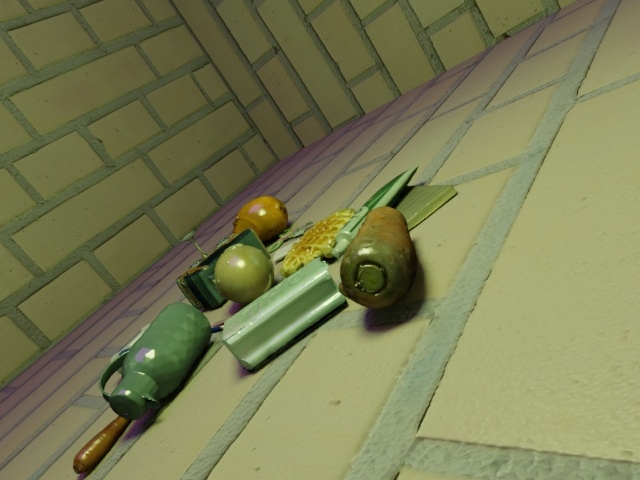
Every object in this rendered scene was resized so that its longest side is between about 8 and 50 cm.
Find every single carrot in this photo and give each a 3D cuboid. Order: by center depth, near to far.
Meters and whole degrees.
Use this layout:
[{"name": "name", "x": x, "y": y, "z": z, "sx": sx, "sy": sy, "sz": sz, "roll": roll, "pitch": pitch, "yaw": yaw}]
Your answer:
[{"name": "carrot", "x": 0.117, "y": 0.025, "z": 0.886, "sx": 0.138, "sy": 0.139, "sz": 0.302, "roll": -27, "pitch": 12, "yaw": 24}, {"name": "carrot", "x": -0.459, "y": 0.421, "z": 1.056, "sx": 0.048, "sy": 0.048, "sz": 0.216, "roll": -24, "pitch": 14, "yaw": 32}]

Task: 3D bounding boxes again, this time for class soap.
[{"name": "soap", "x": -0.077, "y": 0.145, "z": 0.986, "sx": 0.261, "sy": 0.094, "sz": 0.150, "roll": -36, "pitch": 16, "yaw": -3}]

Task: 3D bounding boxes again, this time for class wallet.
[{"name": "wallet", "x": -0.091, "y": 0.026, "z": 1.478, "sx": 0.122, "sy": 0.025, "sz": 0.061, "roll": -29, "pitch": 15, "yaw": 19}]

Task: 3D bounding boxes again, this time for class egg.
[{"name": "egg", "x": -0.207, "y": 0.092, "z": 1.289, "sx": 0.164, "sy": 0.164, "sz": 0.201, "roll": -39, "pitch": 11, "yaw": -17}]

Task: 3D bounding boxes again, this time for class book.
[{"name": "book", "x": 0.190, "y": -0.074, "z": 1.209, "sx": 0.214, "sy": 0.025, "sz": 0.282, "roll": -38, "pitch": 16, "yaw": -7}]

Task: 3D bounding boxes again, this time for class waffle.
[{"name": "waffle", "x": -0.002, "y": -0.002, "z": 1.299, "sx": 0.250, "sy": 0.056, "sz": 0.261, "roll": -35, "pitch": 13, "yaw": 17}]

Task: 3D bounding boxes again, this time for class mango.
[{"name": "mango", "x": -0.229, "y": -0.066, "z": 1.787, "sx": 0.191, "sy": 0.160, "sz": 0.290, "roll": -39, "pitch": 4, "yaw": -42}]

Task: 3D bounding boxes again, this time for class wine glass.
[{"name": "wine glass", "x": -0.469, "y": 0.048, "z": 1.882, "sx": 0.122, "sy": 0.183, "sz": 0.122, "roll": -33, "pitch": 15, "yaw": 10}]

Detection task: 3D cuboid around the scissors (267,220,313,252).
[{"name": "scissors", "x": -0.101, "y": -0.018, "z": 1.635, "sx": 0.187, "sy": 0.020, "sz": 0.134, "roll": -24, "pitch": 22, "yaw": 39}]

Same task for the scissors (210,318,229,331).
[{"name": "scissors", "x": -0.289, "y": 0.236, "z": 1.289, "sx": 0.113, "sy": 0.012, "sz": 0.039, "roll": -23, "pitch": 19, "yaw": 36}]

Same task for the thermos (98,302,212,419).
[{"name": "thermos", "x": -0.387, "y": 0.278, "z": 1.101, "sx": 0.182, "sy": 0.145, "sz": 0.287, "roll": 1, "pitch": 28, "yaw": 16}]

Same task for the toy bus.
[{"name": "toy bus", "x": -0.306, "y": 0.089, "z": 1.529, "sx": 0.167, "sy": 0.139, "sz": 0.275, "roll": -13, "pitch": 25, "yaw": 48}]

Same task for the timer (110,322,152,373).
[{"name": "timer", "x": -0.462, "y": 0.295, "z": 1.350, "sx": 0.253, "sy": 0.078, "sz": 0.178, "roll": -21, "pitch": 19, "yaw": 36}]

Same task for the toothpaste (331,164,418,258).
[{"name": "toothpaste", "x": 0.136, "y": -0.075, "z": 1.183, "sx": 0.098, "sy": 0.061, "sz": 0.392, "roll": -29, "pitch": 13, "yaw": 49}]
